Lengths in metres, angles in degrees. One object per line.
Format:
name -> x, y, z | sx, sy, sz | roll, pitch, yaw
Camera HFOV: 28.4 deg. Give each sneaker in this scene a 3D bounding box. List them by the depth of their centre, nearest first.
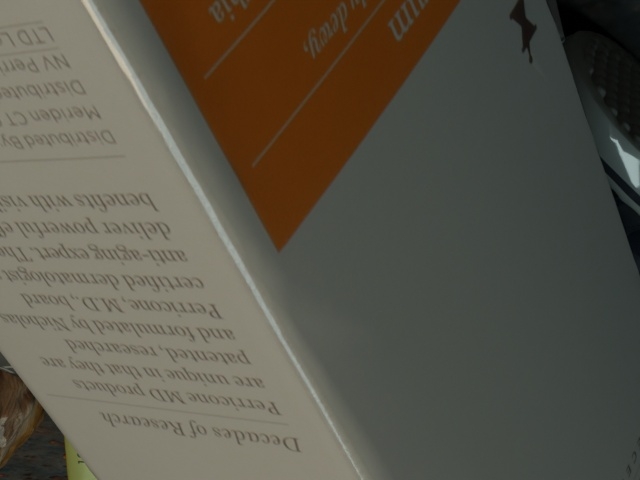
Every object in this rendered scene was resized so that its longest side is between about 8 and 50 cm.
sneaker -> 0.204, -0.018, 0.820 | 0.127, 0.126, 0.321 | -31, 143, 28

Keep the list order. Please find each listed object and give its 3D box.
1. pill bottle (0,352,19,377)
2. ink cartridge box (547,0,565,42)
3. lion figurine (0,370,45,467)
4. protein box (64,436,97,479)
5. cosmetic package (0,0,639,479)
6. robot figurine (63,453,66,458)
pill bottle -> -0.101, -0.010, 0.705 | 0.210, 0.210, 0.363 | -22, 146, 27
ink cartridge box -> 0.061, -0.104, 0.665 | 0.063, 0.109, 0.150 | 5, 148, -19
lion figurine -> -0.415, 0.124, 0.957 | 0.392, 0.142, 0.240 | 21, 108, -27
protein box -> -0.088, 0.163, 0.988 | 0.201, 0.136, 0.200 | -3, 107, -3
cosmetic package -> 0.000, 0.000, 0.532 | 0.161, 0.230, 0.453 | 2, 134, 36
robot figurine -> -0.120, 0.197, 1.147 | 0.219, 0.128, 0.158 | -17, 169, 18
